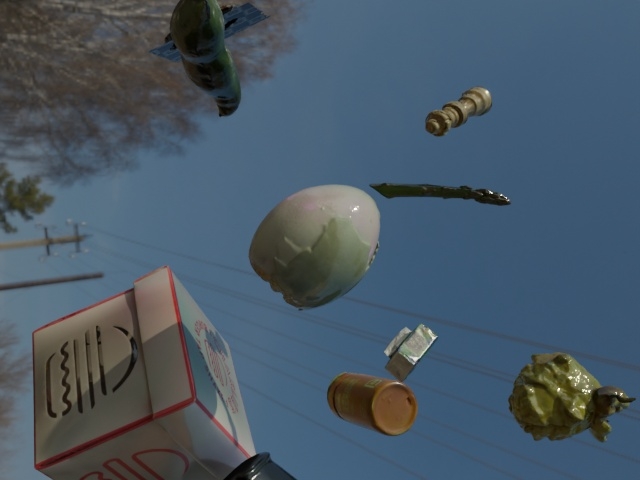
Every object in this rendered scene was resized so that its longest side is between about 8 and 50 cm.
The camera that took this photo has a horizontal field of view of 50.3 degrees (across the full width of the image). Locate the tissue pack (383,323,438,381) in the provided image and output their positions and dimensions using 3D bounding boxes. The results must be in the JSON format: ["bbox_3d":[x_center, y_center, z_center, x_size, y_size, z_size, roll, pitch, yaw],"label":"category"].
[{"bbox_3d":[0.197,0.246,1.541,0.079,0.111,0.085,39,-41,13],"label":"tissue pack"}]

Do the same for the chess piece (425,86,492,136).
[{"bbox_3d":[0.251,-0.237,1.269,0.060,0.172,0.060,27,-48,34],"label":"chess piece"}]

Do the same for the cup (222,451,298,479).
[{"bbox_3d":[-0.070,0.378,0.872,0.176,0.169,0.223,47,-12,9],"label":"cup"}]

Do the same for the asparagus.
[{"bbox_3d":[0.198,-0.079,1.136,0.034,0.236,0.027,-84,178,-50],"label":"asparagus"}]

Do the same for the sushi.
[{"bbox_3d":[-0.195,-0.376,1.192,0.201,0.139,0.031,-22,-87,11],"label":"sushi"}]

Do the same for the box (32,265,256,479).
[{"bbox_3d":[-0.332,0.298,1.295,0.312,0.300,0.314,67,0,-48],"label":"box"}]

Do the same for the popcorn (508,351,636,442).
[{"bbox_3d":[0.451,0.299,1.252,0.195,0.168,0.173,27,-46,25],"label":"popcorn"}]

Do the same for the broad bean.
[{"bbox_3d":[-0.166,-0.271,0.978,0.339,0.077,0.061,89,-5,-74],"label":"broad bean"}]

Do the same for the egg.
[{"bbox_3d":[0.000,0.000,1.093,0.183,0.217,0.183,43,-11,10],"label":"egg"}]

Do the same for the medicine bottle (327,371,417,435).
[{"bbox_3d":[0.091,0.295,1.247,0.192,0.096,0.096,168,-86,-67],"label":"medicine bottle"}]
